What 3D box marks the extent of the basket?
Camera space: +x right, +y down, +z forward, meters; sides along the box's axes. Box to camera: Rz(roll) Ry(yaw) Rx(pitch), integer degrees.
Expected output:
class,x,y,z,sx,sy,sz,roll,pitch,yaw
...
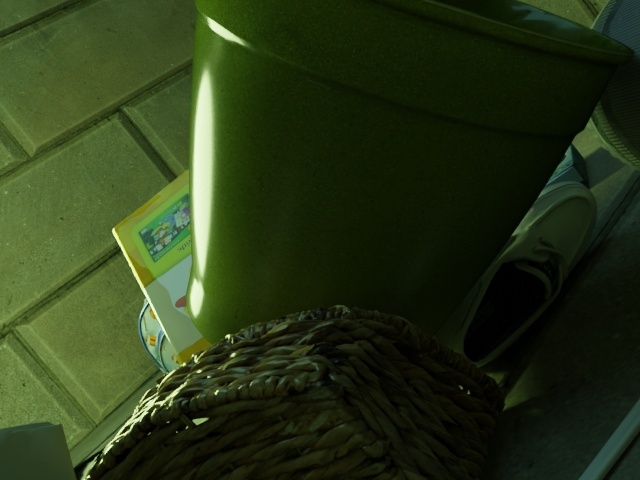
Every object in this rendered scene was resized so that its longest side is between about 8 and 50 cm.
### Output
class,x,y,z,sx,sy,sz,roll,pitch,yaw
basket,-0.033,0.167,0.665,0.299,0.213,0.223,-35,7,29

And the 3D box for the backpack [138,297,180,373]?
class,x,y,z,sx,sy,sz,roll,pitch,yaw
backpack,-0.224,0.179,1.586,0.277,0.263,0.213,-38,5,-4

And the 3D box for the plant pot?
class,x,y,z,sx,sy,sz,roll,pitch,yaw
plant pot,0.029,-0.066,0.740,0.366,0.367,0.352,-50,-19,-66

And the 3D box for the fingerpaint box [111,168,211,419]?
class,x,y,z,sx,sy,sz,roll,pitch,yaw
fingerpaint box,0.000,0.000,1.063,0.445,0.371,0.163,-39,-38,1

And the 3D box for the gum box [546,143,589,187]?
class,x,y,z,sx,sy,sz,roll,pitch,yaw
gum box,0.327,-0.075,1.238,0.157,0.041,0.184,-36,7,23

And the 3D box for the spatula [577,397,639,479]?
class,x,y,z,sx,sy,sz,roll,pitch,yaw
spatula,0.171,0.155,0.452,0.242,0.019,0.168,-41,5,-27

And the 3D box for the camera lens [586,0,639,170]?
class,x,y,z,sx,sy,sz,roll,pitch,yaw
camera lens,0.367,-0.158,0.707,0.219,0.219,0.274,-39,5,-1

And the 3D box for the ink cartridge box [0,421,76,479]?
class,x,y,z,sx,sy,sz,roll,pitch,yaw
ink cartridge box,-0.249,0.298,0.575,0.201,0.278,0.117,-35,-24,29

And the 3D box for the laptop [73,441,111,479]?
class,x,y,z,sx,sy,sz,roll,pitch,yaw
laptop,-0.399,0.460,1.404,0.234,0.136,0.264,-36,43,13

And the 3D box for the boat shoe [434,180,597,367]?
class,x,y,z,sx,sy,sz,roll,pitch,yaw
boat shoe,0.216,0.038,0.841,0.258,0.095,0.084,-50,12,-14
